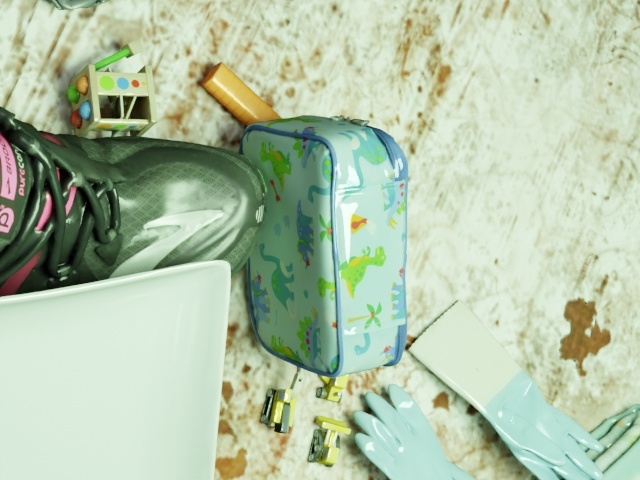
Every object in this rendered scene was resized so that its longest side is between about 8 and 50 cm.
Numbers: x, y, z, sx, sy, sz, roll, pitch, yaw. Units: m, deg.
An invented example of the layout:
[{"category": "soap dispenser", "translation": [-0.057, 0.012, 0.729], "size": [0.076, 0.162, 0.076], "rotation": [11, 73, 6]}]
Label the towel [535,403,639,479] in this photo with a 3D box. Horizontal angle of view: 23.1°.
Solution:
[{"category": "towel", "translation": [0.281, 0.392, 1.576], "size": [0.374, 0.090, 0.320], "rotation": [-35, 107, -26]}]

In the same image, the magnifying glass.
[{"category": "magnifying glass", "translation": [-0.019, -0.080, 1.466], "size": [0.231, 0.026, 0.092], "rotation": [41, 69, -20]}]

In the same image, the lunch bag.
[{"category": "lunch bag", "translation": [0.000, 0.000, 1.377], "size": [0.090, 0.176, 0.219], "rotation": [-10, 103, -32]}]

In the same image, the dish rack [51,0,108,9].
[{"category": "dish rack", "translation": [-0.220, -0.343, 1.340], "size": [0.208, 0.074, 0.271], "rotation": [-43, 107, -24]}]

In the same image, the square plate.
[{"category": "square plate", "translation": [-0.243, 0.185, 1.248], "size": [0.347, 0.049, 0.344], "rotation": [-8, 117, -30]}]

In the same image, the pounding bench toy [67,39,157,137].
[{"category": "pounding bench toy", "translation": [-0.185, -0.134, 1.358], "size": [0.065, 0.052, 0.083], "rotation": [-1, 76, -29]}]

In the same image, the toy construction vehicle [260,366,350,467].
[{"category": "toy construction vehicle", "translation": [-0.006, 0.154, 1.453], "size": [0.086, 0.035, 0.098], "rotation": [22, 77, -27]}]

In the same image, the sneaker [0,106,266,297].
[{"category": "sneaker", "translation": [-0.249, -0.012, 1.226], "size": [0.483, 0.202, 0.185], "rotation": [-2, 84, -30]}]

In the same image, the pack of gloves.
[{"category": "pack of gloves", "translation": [0.150, 0.202, 1.509], "size": [0.232, 0.046, 0.195], "rotation": [45, 58, 6]}]
